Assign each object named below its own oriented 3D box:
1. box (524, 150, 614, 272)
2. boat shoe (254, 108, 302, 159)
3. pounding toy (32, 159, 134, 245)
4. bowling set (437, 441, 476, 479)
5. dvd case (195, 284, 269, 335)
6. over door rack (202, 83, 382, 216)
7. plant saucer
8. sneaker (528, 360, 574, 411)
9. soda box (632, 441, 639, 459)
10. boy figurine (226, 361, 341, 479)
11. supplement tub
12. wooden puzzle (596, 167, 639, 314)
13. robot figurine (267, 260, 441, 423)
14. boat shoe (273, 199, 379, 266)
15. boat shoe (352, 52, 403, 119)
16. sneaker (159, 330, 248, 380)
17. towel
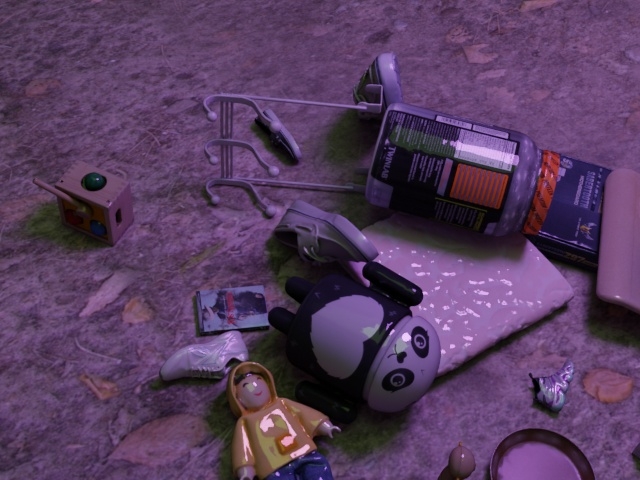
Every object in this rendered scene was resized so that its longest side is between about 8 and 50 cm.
[{"bbox_3d":[0.502,-0.054,1.761,0.183,0.059,0.232,20,52,7],"label":"box"},{"bbox_3d":[-0.083,-0.205,1.824,0.040,0.049,0.142,-32,59,-6],"label":"boat shoe"},{"bbox_3d":[-0.415,-0.070,1.615,0.130,0.141,0.100,23,54,11],"label":"pounding toy"},{"bbox_3d":[0.243,0.438,1.288,0.200,0.154,0.287,13,52,4],"label":"bowling set"},{"bbox_3d":[-0.152,0.120,1.579,0.120,0.013,0.087,-5,53,-9],"label":"dvd case"},{"bbox_3d":[-0.047,-0.159,1.665,0.324,0.239,0.108,-4,52,-9],"label":"over door rack"},{"bbox_3d":[0.345,0.374,1.429,0.169,0.029,0.168,4,51,-5],"label":"plant saucer"},{"bbox_3d":[0.384,0.233,1.537,0.069,0.038,0.098,23,53,10],"label":"sneaker"},{"bbox_3d":[0.605,0.288,1.497,0.216,0.074,0.069,-36,64,-28],"label":"soda box"},{"bbox_3d":[-0.057,0.306,1.399,0.177,0.092,0.285,-20,60,-17],"label":"boy figurine"},{"bbox_3d":[0.251,-0.121,1.639,0.316,0.193,0.193,16,52,5],"label":"supplement tub"},{"bbox_3d":[0.681,0.034,1.661,0.348,0.080,0.322,22,53,-5],"label":"wooden puzzle"},{"bbox_3d":[0.055,0.158,1.463,0.278,0.209,0.173,27,32,20],"label":"robot figurine"},{"bbox_3d":[0.000,0.000,1.584,0.088,0.096,0.267,-48,36,-10],"label":"boat shoe"},{"bbox_3d":[0.110,-0.279,1.772,0.094,0.302,0.109,-8,82,4],"label":"boat shoe"},{"bbox_3d":[-0.187,0.198,1.490,0.152,0.053,0.061,-20,60,-21],"label":"sneaker"},{"bbox_3d":[0.235,0.060,1.646,0.332,0.053,0.317,-26,58,-24],"label":"towel"}]
